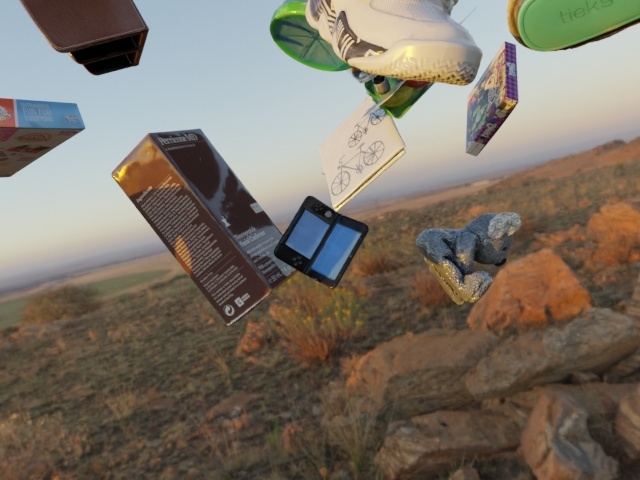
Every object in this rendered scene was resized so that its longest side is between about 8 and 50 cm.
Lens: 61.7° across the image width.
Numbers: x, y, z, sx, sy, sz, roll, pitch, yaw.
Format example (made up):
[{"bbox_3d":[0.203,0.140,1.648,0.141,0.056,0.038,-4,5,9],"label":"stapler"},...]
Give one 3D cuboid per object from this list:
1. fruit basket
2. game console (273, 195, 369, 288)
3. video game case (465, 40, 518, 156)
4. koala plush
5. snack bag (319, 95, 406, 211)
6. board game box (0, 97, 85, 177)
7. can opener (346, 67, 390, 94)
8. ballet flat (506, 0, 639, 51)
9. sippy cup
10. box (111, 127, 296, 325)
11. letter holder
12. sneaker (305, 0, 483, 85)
[{"bbox_3d":[0.259,-0.499,1.532,0.327,0.165,0.353,-46,2,-4],"label":"fruit basket"},{"bbox_3d":[0.000,0.000,1.047,0.124,0.144,0.085,33,-7,-18],"label":"game console"},{"bbox_3d":[0.456,-0.377,1.436,0.042,0.232,0.210,17,-34,-6],"label":"video game case"},{"bbox_3d":[0.370,0.012,1.288,0.221,0.203,0.196,-36,-8,-2],"label":"koala plush"},{"bbox_3d":[0.124,-0.305,1.784,0.037,0.342,0.323,26,-55,-35],"label":"snack bag"},{"bbox_3d":[-0.718,-0.214,1.173,0.317,0.064,0.242,-19,0,29],"label":"board game box"},{"bbox_3d":[0.127,-0.457,1.486,0.076,0.095,0.283,-30,23,7],"label":"can opener"},{"bbox_3d":[0.343,-0.264,0.467,0.349,0.123,0.123,-8,7,32],"label":"ballet flat"},{"bbox_3d":[0.018,-0.580,1.330,0.306,0.224,0.240,10,-14,37],"label":"sippy cup"},{"bbox_3d":[-0.219,-0.039,1.099,0.143,0.381,0.191,-40,-1,24],"label":"box"},{"bbox_3d":[-0.552,-0.523,1.163,0.214,0.301,0.152,-29,1,-30],"label":"letter holder"},{"bbox_3d":[0.084,-0.321,0.620,0.138,0.210,0.365,0,33,-21],"label":"sneaker"}]
